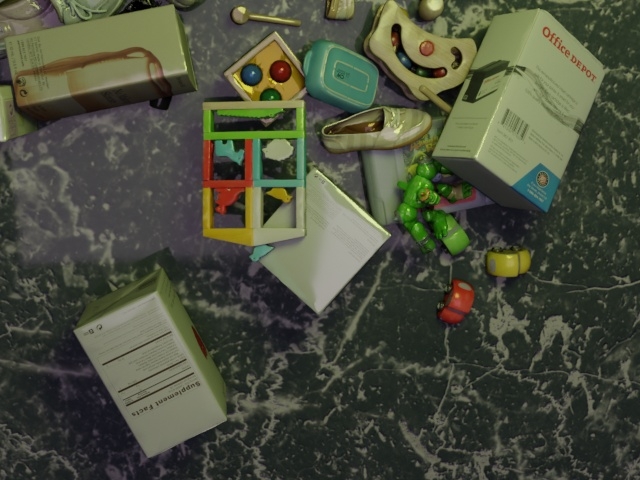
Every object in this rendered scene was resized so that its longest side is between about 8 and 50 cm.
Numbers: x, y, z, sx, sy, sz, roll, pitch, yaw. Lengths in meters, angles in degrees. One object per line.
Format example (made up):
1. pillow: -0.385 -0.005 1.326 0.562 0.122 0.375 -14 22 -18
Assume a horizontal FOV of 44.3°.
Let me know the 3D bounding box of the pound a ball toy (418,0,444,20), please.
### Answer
1. pound a ball toy: 0.251 -0.591 1.450 0.208 0.136 0.319 -19 104 -3

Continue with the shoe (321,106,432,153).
1. shoe: 0.106 -0.215 1.519 0.219 0.077 0.058 -11 149 10

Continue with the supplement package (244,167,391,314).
1. supplement package: 0.000 0.000 1.524 0.194 0.149 0.203 42 95 3

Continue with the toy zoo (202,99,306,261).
1. toy zoo: -0.121 -0.108 1.446 0.192 0.030 0.293 1 90 8

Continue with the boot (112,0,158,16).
1. boot: -0.345 -0.407 1.433 0.121 0.099 0.045 -27 103 -1

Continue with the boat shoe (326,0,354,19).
1. boat shoe: 0.029 -0.501 1.479 0.059 0.063 0.170 -8 105 -12

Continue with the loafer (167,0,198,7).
1. loafer: -0.314 -0.565 1.409 0.319 0.112 0.111 50 57 -14

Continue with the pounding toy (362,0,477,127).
1. pounding toy: 0.213 -0.347 1.488 0.269 0.155 0.154 43 92 -11

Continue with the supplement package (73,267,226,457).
1. supplement package: -0.323 0.235 1.543 0.175 0.177 0.293 -26 105 -1

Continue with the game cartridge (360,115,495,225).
1. game cartridge: 0.233 -0.150 1.593 0.294 0.060 0.196 -12 100 -5

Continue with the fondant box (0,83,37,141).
1. fondant box: -0.688 -0.219 1.360 0.330 0.238 0.096 -4 103 -6

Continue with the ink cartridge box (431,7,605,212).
1. ink cartridge box: 0.377 -0.240 1.483 0.223 0.129 0.308 29 82 -32

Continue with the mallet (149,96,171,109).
1. mallet: -0.370 -0.308 1.488 0.189 0.039 0.062 22 98 -8

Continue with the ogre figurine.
1. ogre figurine: 0.213 -0.080 1.536 0.118 0.097 0.197 22 115 -29

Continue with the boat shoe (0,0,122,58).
1. boat shoe: -0.505 -0.408 1.409 0.320 0.103 0.118 -20 105 -2

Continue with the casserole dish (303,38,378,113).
1. casserole dish: 0.047 -0.310 1.492 0.188 0.037 0.114 14 85 -41

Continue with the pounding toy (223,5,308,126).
1. pounding toy: -0.100 -0.353 1.480 0.181 0.094 0.206 -39 105 3

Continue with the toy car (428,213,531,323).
1. toy car: 0.306 0.039 1.644 0.239 0.053 0.225 -37 105 2

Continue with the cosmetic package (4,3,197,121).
1. cosmetic package: -0.382 -0.311 1.399 0.296 0.153 0.129 -12 88 -1
